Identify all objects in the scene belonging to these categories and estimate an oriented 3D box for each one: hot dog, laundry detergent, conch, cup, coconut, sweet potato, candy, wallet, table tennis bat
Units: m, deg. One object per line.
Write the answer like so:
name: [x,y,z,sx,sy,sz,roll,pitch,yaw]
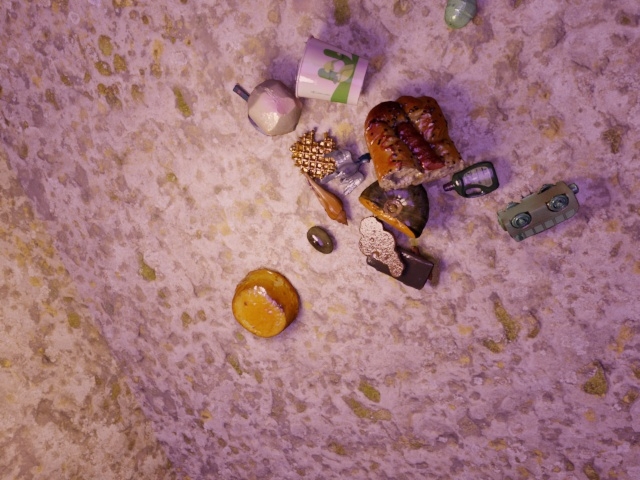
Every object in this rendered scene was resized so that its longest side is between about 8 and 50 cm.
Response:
hot dog: [0.366,-0.426,1.654,0.368,0.196,0.365,-14,73,-9]
laundry detergent: [0.653,-0.250,1.756,0.222,0.078,0.144,-20,105,18]
conch: [0.037,-0.202,1.914,0.093,0.109,0.330,-33,97,1]
cup: [0.052,-0.693,1.689,0.274,0.253,0.253,17,111,0]
coconut: [-0.195,-0.575,1.772,0.230,0.227,0.227,47,112,-1]
sweet potato: [0.491,0.107,1.923,0.058,0.055,0.202,-29,99,16]
candy: [0.592,-1.034,1.515,0.119,0.119,0.439,22,105,7]
wallet: [0.377,0.109,1.929,0.310,0.042,0.165,27,117,19]
table tennis bat: [-0.289,-0.626,1.901,0.301,0.022,0.173,42,110,-3]

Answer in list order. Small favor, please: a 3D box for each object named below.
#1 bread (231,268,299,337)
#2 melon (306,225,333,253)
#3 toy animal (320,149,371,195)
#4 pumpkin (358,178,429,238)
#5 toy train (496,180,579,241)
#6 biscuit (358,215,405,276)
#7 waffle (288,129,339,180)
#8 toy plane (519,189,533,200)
bread: [-0.300,0.336,2.118,0.337,0.204,0.358,-43,92,17]
melon: [0.000,0.000,1.989,0.162,0.099,0.099,45,112,-2]
toy animal: [0.125,-0.321,1.848,0.256,0.176,0.239,-8,126,32]
pumpkin: [0.360,-0.176,1.806,0.325,0.242,0.232,37,83,5]
toy train: [0.922,-0.123,1.690,0.327,0.129,0.159,-30,120,20]
biscuit: [0.289,0.033,1.908,0.319,0.047,0.183,49,122,11]
waffle: [-0.021,-0.399,1.890,0.229,0.051,0.231,-31,99,20]
toy plane: [0.910,-0.187,1.740,0.085,0.024,0.077,1,126,14]
